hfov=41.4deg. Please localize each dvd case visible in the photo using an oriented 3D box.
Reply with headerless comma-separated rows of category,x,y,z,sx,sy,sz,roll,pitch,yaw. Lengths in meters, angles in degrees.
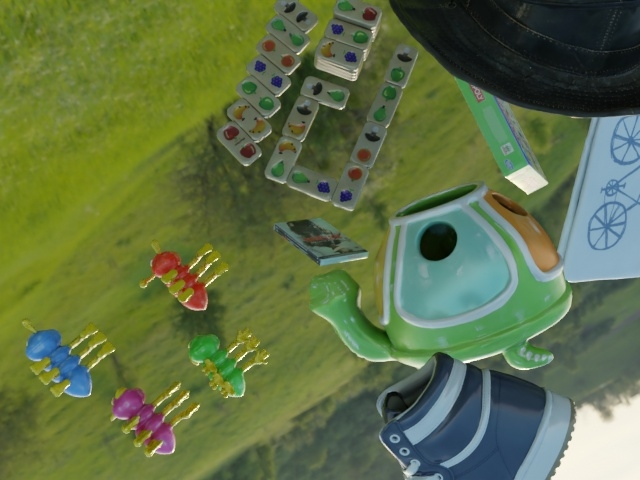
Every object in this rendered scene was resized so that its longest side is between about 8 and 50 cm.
dvd case,0.000,0.000,1.224,0.087,0.119,0.013,-8,122,-36

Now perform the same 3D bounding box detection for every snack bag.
snack bag,0.579,-0.085,1.475,0.342,0.037,0.323,-1,110,-23

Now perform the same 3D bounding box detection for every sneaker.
sneaker,0.093,0.233,0.747,0.099,0.153,0.282,-95,-150,-83

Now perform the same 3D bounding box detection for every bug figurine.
bug figurine,-0.196,0.127,0.978,0.279,0.216,0.072,-36,176,-44

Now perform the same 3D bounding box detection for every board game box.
board game box,0.287,-0.240,1.457,0.046,0.317,0.213,-28,166,18

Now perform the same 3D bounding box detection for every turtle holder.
turtle holder,0.170,0.054,1.163,0.320,0.227,0.243,-11,-165,46

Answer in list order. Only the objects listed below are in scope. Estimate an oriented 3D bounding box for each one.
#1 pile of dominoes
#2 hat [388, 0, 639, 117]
pile of dominoes,-0.005,-0.183,1.029,0.040,0.196,0.251,91,20,-72
hat,0.212,-0.245,0.738,0.331,0.331,0.134,-19,137,-28
